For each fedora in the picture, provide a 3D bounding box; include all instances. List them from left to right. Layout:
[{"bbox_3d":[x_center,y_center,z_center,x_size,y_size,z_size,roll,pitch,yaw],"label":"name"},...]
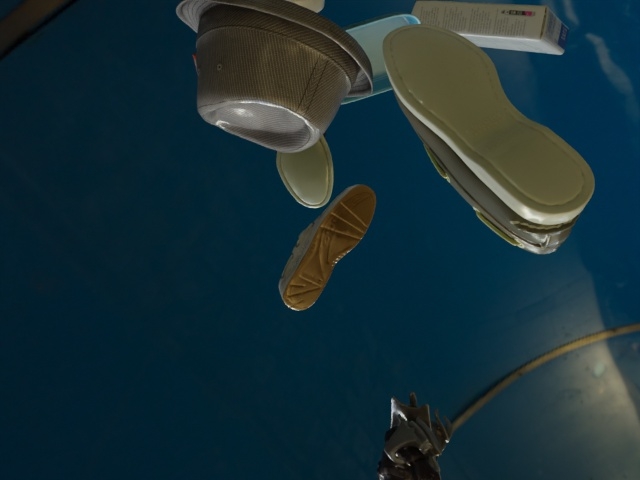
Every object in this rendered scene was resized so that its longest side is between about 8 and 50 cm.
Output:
[{"bbox_3d":[-0.070,-0.187,0.738,0.244,0.276,0.124,24,-96,-43],"label":"fedora"}]

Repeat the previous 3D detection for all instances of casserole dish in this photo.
[{"bbox_3d":[0.067,-0.267,0.880,0.189,0.037,0.114,-18,-45,0],"label":"casserole dish"}]

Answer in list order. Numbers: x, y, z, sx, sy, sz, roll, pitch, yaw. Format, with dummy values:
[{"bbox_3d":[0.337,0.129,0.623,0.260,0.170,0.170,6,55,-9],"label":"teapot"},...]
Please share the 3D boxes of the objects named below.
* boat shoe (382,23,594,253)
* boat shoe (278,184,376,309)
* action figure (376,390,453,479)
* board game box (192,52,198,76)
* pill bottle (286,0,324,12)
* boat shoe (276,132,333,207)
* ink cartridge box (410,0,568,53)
[{"bbox_3d":[0.155,-0.114,0.634,0.109,0.305,0.091,-25,-33,-9],"label":"boat shoe"},{"bbox_3d":[0.000,0.000,1.187,0.098,0.096,0.277,34,-87,-32],"label":"boat shoe"},{"bbox_3d":[0.068,0.265,0.548,0.285,0.099,0.185,-48,-51,-46],"label":"action figure"},{"bbox_3d":[-0.198,-0.357,1.360,0.145,0.281,0.027,-25,-101,-10],"label":"board game box"},{"bbox_3d":[-0.053,-0.618,1.158,0.188,0.188,0.333,-15,-46,-22],"label":"pill bottle"},{"bbox_3d":[-0.049,-0.239,1.324,0.127,0.113,0.340,-17,-65,19],"label":"boat shoe"},{"bbox_3d":[0.317,-0.439,1.246,0.324,0.330,0.071,-24,-55,-60],"label":"ink cartridge box"}]
